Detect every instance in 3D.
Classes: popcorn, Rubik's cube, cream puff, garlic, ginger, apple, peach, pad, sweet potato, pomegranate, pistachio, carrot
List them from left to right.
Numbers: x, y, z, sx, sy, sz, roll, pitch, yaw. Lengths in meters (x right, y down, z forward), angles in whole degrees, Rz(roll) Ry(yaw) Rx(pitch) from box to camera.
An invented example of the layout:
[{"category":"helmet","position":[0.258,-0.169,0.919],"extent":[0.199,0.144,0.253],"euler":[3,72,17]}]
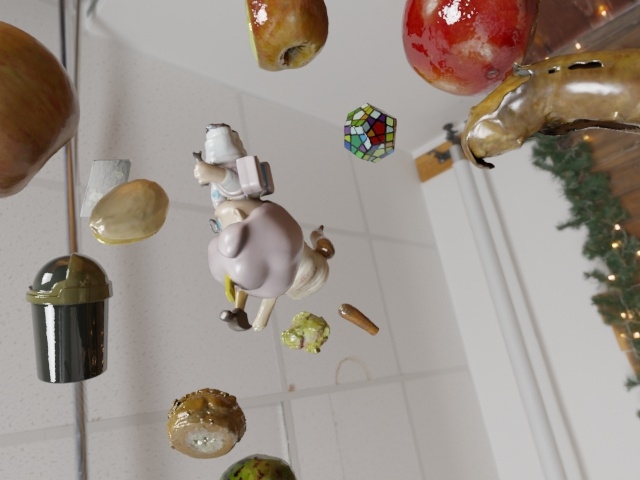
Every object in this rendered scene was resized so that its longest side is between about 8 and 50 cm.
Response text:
[{"category":"apple","position":[-0.732,-0.278,1.094],"extent":[0.333,0.401,0.400],"euler":[60,-146,-42]},{"category":"pad","position":[-0.631,-0.156,1.457],"extent":[0.004,0.127,0.190],"euler":[68,-157,-67]},{"category":"pistachio","position":[-0.454,-0.069,1.191],"extent":[0.145,0.117,0.200],"euler":[41,-127,6]},{"category":"cream puff","position":[-0.238,0.377,1.035],"extent":[0.165,0.150,0.115],"euler":[32,-160,-18]},{"category":"pomegranate","position":[-0.145,0.629,1.190],"extent":[0.263,0.211,0.210],"euler":[76,-166,-59]},{"category":"garlic","position":[-0.104,0.094,1.109],"extent":[0.199,0.199,0.225],"euler":[35,-101,-30]},{"category":"apple","position":[-0.071,-0.413,0.906],"extent":[0.160,0.195,0.173],"euler":[-27,-96,-8]},{"category":"popcorn","position":[-0.033,0.216,1.164],"extent":[0.089,0.109,0.097],"euler":[48,-162,-23]},{"category":"sweet potato","position":[0.000,0.000,1.216],"extent":[0.050,0.050,0.214],"euler":[46,-173,-20]},{"category":"carrot","position":[0.076,0.156,0.983],"extent":[0.093,0.032,0.032],"euler":[36,-134,-11]},{"category":"Rubik's cube","position":[0.113,-0.241,1.110],"extent":[0.133,0.111,0.133],"euler":[24,-161,-9]},{"category":"peach","position":[0.242,-0.359,0.802],"extent":[0.200,0.243,0.243],"euler":[-19,-96,-20]},{"category":"ginger","position":[0.332,-0.168,0.608],"extent":[0.107,0.310,0.132],"euler":[-37,-60,-65]}]

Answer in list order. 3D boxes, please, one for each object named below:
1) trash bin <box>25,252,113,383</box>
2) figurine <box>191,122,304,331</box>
[{"category":"trash bin","position":[-0.680,0.199,1.347],"extent":[0.214,0.214,0.333],"euler":[-4,-80,-48]},{"category":"figurine","position":[-0.080,-0.019,0.557],"extent":[0.137,0.112,0.228],"euler":[59,-164,-87]}]
